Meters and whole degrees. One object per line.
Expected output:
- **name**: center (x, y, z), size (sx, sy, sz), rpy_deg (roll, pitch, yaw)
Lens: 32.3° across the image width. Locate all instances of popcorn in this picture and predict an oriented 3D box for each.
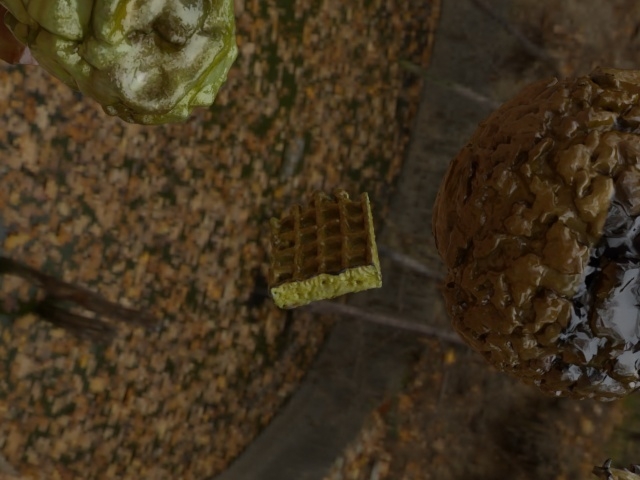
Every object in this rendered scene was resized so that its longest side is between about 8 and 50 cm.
- **popcorn**: center (-0.123, -0.148, 0.707), size (0.173, 0.173, 0.142), rpy_deg (23, 84, -67)

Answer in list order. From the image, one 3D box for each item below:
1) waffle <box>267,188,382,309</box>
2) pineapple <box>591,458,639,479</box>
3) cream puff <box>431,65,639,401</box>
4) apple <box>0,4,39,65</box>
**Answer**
- **waffle**: center (0.000, 0.000, 1.611), size (0.211, 0.160, 0.055), rpy_deg (-95, 168, -50)
- **pineapple**: center (0.175, 0.306, 0.709), size (0.271, 0.262, 0.262), rpy_deg (-50, 177, 35)
- **cream puff**: center (0.280, -0.001, 1.104), size (0.327, 0.343, 0.231), rpy_deg (54, 3, -22)
- **apple**: center (-0.441, -0.343, 1.667), size (0.295, 0.329, 0.365), rpy_deg (61, 16, -5)
